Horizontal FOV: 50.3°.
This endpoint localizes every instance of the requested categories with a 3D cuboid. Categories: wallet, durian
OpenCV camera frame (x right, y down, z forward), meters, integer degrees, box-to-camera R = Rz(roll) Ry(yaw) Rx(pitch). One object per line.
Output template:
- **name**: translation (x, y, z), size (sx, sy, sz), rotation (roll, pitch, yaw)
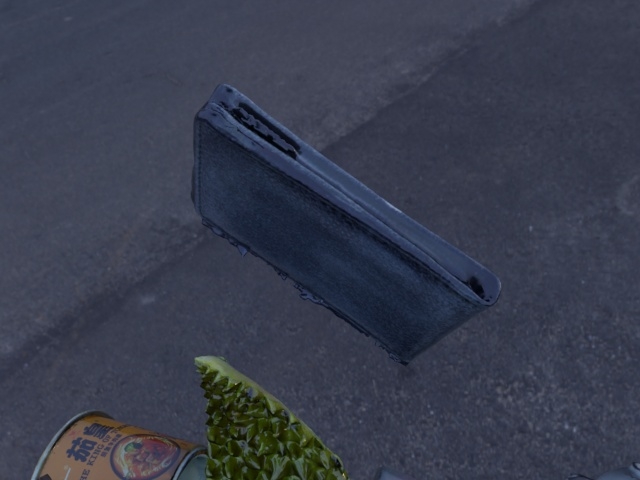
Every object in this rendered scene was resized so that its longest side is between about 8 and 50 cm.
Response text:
- **wallet**: translation (0.001, -0.002, 0.474), size (0.222, 0.167, 0.036), rotation (34, 65, 5)
- **durian**: translation (-0.051, 0.245, 0.713), size (0.158, 0.355, 0.169), rotation (-12, 59, -12)

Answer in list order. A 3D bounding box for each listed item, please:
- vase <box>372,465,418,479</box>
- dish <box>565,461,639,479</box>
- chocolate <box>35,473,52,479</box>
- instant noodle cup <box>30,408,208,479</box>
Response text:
- **vase**: translation (0.157, 0.338, 0.785), size (0.214, 0.086, 0.086), rotation (19, 41, 5)
- **dish**: translation (0.548, 0.425, 1.142), size (0.246, 0.078, 0.224), rotation (21, 2, 27)
- **chocolate**: translation (-0.268, 0.246, 0.585), size (0.101, 0.031, 0.064), rotation (-43, -7, 14)
- **instant noodle cup**: translation (-0.237, 0.333, 0.863), size (0.173, 0.215, 0.215), rotation (3, 38, 16)
